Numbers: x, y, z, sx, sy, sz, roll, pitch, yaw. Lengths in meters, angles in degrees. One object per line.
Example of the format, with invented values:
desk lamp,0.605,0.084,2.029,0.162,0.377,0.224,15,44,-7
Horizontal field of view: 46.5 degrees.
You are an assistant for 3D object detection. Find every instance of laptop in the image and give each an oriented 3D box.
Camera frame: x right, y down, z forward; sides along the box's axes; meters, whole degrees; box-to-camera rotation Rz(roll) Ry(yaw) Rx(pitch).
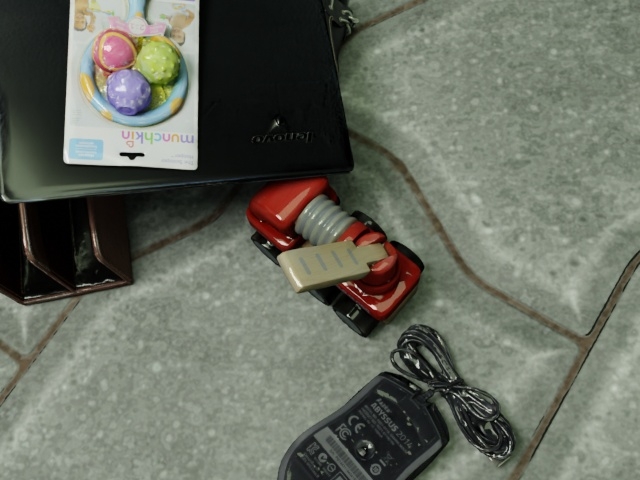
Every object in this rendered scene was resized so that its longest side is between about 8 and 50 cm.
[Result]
laptop,-0.202,-0.234,0.936,0.381,0.408,0.236,-6,112,-17

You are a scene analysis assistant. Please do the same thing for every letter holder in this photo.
letter holder,-0.353,-0.100,0.931,0.152,0.214,0.302,-11,70,1

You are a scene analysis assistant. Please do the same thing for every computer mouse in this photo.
computer mouse,0.072,0.240,0.862,0.272,0.072,0.188,-31,69,-19

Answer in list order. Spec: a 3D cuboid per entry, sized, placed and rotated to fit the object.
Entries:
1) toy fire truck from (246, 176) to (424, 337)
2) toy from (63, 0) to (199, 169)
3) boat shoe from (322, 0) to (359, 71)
toy fire truck,0.000,0.000,0.850,0.217,0.246,0.158,40,78,16
toy,-0.195,-0.198,0.782,0.136,0.056,0.237,1,77,-14
boat shoe,0.021,-0.323,1.052,0.064,0.075,0.206,-5,66,6
